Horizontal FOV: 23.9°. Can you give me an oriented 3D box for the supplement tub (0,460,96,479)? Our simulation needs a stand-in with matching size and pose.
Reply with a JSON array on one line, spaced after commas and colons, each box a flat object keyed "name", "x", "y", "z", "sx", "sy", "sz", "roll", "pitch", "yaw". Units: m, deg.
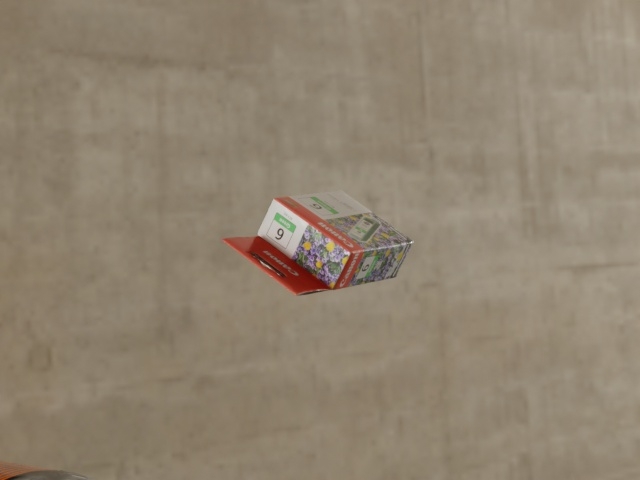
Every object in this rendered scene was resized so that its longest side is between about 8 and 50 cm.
[{"name": "supplement tub", "x": -0.272, "y": 0.285, "z": 1.244, "sx": 0.207, "sy": 0.207, "sz": 0.338, "roll": -3, "pitch": 0, "yaw": -40}]

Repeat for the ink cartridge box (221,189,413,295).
[{"name": "ink cartridge box", "x": 0.000, "y": 0.000, "z": 0.896, "sx": 0.063, "sy": 0.029, "sz": 0.115, "roll": 36, "pitch": 21, "yaw": 24}]
